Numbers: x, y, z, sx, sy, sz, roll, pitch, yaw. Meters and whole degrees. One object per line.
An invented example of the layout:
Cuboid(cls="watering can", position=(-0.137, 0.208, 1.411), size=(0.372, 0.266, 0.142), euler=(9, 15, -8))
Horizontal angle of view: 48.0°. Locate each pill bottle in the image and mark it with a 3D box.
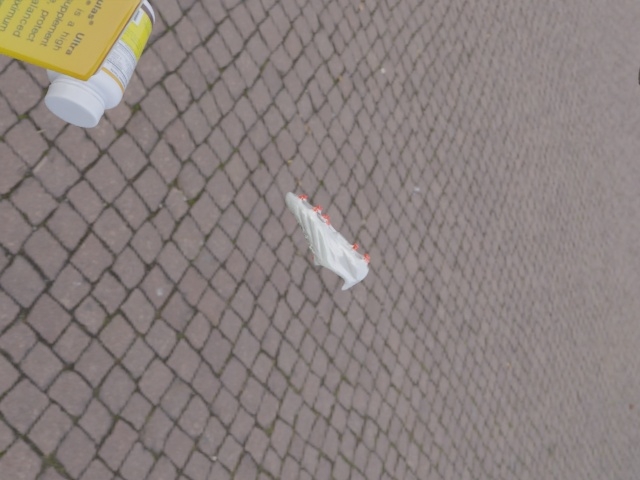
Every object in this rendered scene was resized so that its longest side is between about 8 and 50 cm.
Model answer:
Cuboid(cls="pill bottle", position=(-0.347, -0.288, 1.118), size=(0.117, 0.117, 0.215), euler=(39, 60, -44))

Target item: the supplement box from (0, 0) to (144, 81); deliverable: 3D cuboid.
Cuboid(cls="supplement box", position=(-0.246, -0.255, 0.352), size=(0.194, 0.195, 0.356), euler=(52, 23, 26))

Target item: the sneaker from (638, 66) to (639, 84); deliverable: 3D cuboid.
Cuboid(cls="sneaker", position=(0.512, -0.302, 0.911), size=(0.410, 0.157, 0.182), euler=(-46, 147, -56))

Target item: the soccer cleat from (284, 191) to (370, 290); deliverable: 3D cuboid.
Cuboid(cls="soccer cleat", position=(0.000, 0.000, 1.227), size=(0.196, 0.076, 0.068), euler=(46, 11, 2))
